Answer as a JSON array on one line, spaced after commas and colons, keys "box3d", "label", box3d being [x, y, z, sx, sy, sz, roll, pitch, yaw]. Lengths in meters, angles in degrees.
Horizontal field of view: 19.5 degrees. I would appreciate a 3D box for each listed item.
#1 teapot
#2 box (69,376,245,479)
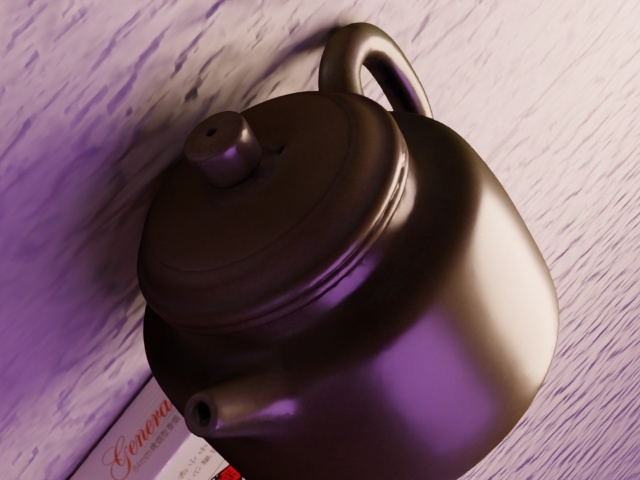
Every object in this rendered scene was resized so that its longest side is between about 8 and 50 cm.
[{"box3d": [0.000, 0.000, 0.872, 0.175, 0.185, 0.268, 54, 39, -36], "label": "teapot"}, {"box3d": [-0.070, 0.124, 1.053, 0.100, 0.048, 0.152, -49, 158, -2], "label": "box"}]
